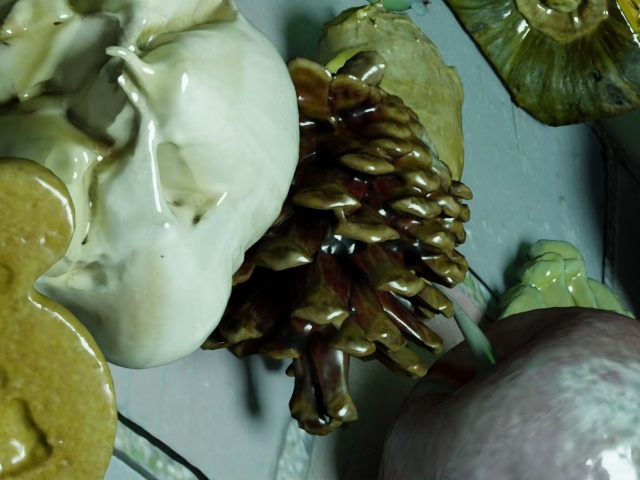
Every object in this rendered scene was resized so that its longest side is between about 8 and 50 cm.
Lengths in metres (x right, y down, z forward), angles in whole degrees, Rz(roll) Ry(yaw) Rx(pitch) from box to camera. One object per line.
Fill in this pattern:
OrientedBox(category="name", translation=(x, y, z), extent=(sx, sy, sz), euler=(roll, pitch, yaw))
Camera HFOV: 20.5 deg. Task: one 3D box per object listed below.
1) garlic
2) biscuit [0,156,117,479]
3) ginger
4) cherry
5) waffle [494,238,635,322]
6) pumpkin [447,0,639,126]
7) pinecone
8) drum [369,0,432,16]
OrientedBox(category="garlic", translation=(-0.104, -0.078, 0.859), extent=(0.185, 0.203, 0.281), euler=(-8, 81, -17))
OrientedBox(category="biscuit", translation=(-0.177, 0.043, 0.755), extent=(0.248, 0.184, 0.035), euler=(63, -10, -19))
OrientedBox(category="ginger", translation=(0.049, -0.080, 1.213), extent=(0.157, 0.102, 0.216), euler=(37, 40, -48))
OrientedBox(category="cherry", translation=(0.144, 0.145, 1.080), extent=(0.285, 0.213, 0.236), euler=(63, 17, 2))
OrientedBox(category="waffle", translation=(0.217, 0.158, 1.344), extent=(0.292, 0.056, 0.309), euler=(51, 33, -21))
OrientedBox(category="pumpkin", translation=(0.186, -0.254, 1.504), extent=(0.280, 0.139, 0.190), euler=(52, 34, -23))
OrientedBox(category="pinecone", translation=(0.002, 0.000, 1.022), extent=(0.186, 0.169, 0.212), euler=(15, 58, -42))
OrientedBox(category="drum", translation=(0.013, -0.248, 1.324), extent=(0.253, 0.049, 0.130), euler=(16, 57, -52))
